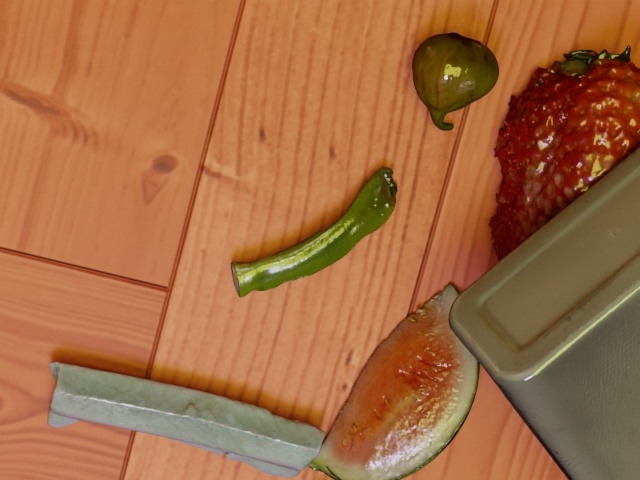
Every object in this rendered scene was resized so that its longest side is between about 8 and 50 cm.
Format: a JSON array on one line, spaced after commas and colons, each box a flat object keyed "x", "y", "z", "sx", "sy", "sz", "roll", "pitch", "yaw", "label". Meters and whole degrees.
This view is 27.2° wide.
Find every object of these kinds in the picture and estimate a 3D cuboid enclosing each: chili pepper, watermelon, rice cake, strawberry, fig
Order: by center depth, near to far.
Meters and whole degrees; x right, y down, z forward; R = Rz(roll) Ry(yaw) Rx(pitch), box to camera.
[{"x": 0.257, "y": -0.080, "z": 1.310, "sx": 0.175, "sy": 0.107, "sz": 0.235, "roll": 3, "pitch": 87, "yaw": 9, "label": "strawberry"}, {"x": 0.128, "y": -0.158, "z": 1.326, "sx": 0.082, "sy": 0.084, "sz": 0.098, "roll": 28, "pitch": 104, "yaw": 26, "label": "fig"}, {"x": 0.000, "y": 0.000, "z": 1.351, "sx": 0.202, "sy": 0.050, "sz": 0.052, "roll": -31, "pitch": 137, "yaw": -3, "label": "chili pepper"}, {"x": -0.143, "y": 0.186, "z": 1.364, "sx": 0.290, "sy": 0.051, "sz": 0.081, "roll": 14, "pitch": 130, "yaw": -7, "label": "rice cake"}, {"x": 0.093, "y": 0.167, "z": 1.382, "sx": 0.119, "sy": 0.063, "sz": 0.245, "roll": 38, "pitch": 94, "yaw": 4, "label": "watermelon"}]

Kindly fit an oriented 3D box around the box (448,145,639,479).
[{"x": 0.354, "y": 0.102, "z": 1.276, "sx": 0.352, "sy": 0.177, "sz": 0.344, "roll": -39, "pitch": 123, "yaw": 1, "label": "box"}]
